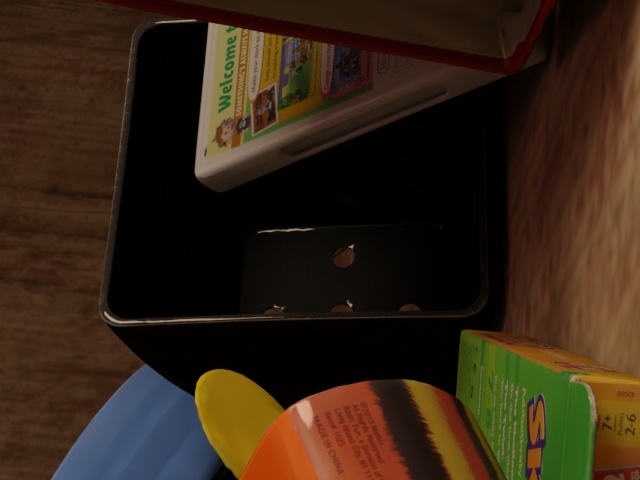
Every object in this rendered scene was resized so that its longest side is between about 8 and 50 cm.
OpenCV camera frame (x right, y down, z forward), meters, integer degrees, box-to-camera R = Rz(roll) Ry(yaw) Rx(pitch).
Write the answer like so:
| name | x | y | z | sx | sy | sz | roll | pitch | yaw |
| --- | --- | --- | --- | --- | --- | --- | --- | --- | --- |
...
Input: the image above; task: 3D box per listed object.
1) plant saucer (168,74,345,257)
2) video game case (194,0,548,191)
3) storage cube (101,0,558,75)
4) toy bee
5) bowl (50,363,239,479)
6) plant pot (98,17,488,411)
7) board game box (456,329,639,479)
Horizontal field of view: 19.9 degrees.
| name | x | y | z | sx | sy | sz | roll | pitch | yaw |
| --- | --- | --- | --- | --- | --- | --- | --- | --- | --- |
| plant saucer | -0.014 | -0.095 | 1.115 | 0.037 | 0.241 | 0.241 | 25 | 127 | 38 |
| video game case | 0.024 | -0.143 | 0.899 | 0.023 | 0.193 | 0.212 | 36 | -134 | -41 |
| storage cube | 0.012 | -0.193 | 0.711 | 0.183 | 0.215 | 0.193 | 109 | 171 | -79 |
| toy bee | -0.007 | 0.137 | 0.621 | 0.298 | 0.162 | 0.195 | -27 | 72 | 50 |
| bowl | -0.111 | 0.259 | 1.093 | 0.391 | 0.077 | 0.391 | 19 | -90 | -76 |
| plant pot | 0.000 | 0.000 | 0.978 | 0.167 | 0.188 | 0.188 | 75 | -165 | -58 |
| board game box | 0.076 | 0.101 | 0.641 | 0.259 | 0.039 | 0.124 | -146 | 60 | -89 |
